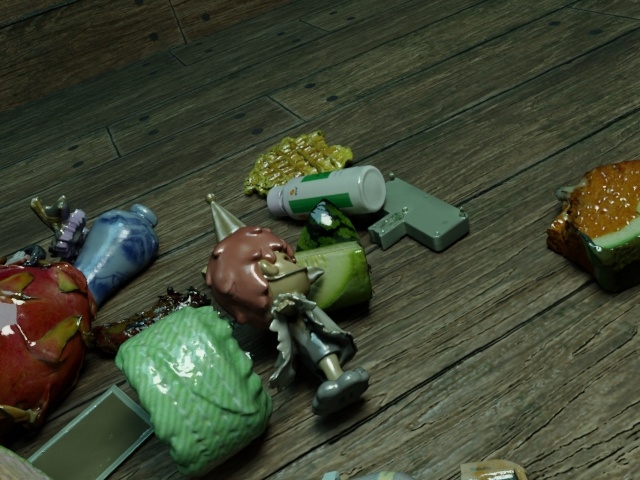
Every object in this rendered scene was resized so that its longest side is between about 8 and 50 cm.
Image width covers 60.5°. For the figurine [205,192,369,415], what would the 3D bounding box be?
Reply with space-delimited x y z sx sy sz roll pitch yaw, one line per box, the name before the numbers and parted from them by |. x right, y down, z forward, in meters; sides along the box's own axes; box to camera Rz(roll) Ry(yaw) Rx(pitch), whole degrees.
figurine | -0.068 0.079 0.830 0.166 0.207 0.387 -29 61 -14

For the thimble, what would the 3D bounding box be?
thimble | -0.170 0.199 0.753 0.150 0.219 0.219 -31 39 -21

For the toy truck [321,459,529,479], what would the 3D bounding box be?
toy truck | 0.109 0.306 0.591 0.257 0.108 0.140 -13 23 10

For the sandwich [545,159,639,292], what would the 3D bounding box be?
sandwich | 0.479 -0.032 0.885 0.212 0.109 0.292 4 39 36

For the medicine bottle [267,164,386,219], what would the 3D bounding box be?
medicine bottle | 0.004 -0.091 1.116 0.260 0.095 0.095 -4 36 39

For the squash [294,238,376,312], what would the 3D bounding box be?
squash | -0.060 0.081 0.929 0.289 0.111 0.203 -11 5 1

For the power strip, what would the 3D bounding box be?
power strip | 0.160 -0.044 1.054 0.145 0.061 0.216 -35 39 -17

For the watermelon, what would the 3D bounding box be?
watermelon | 0.000 0.000 1.063 0.135 0.125 0.094 -37 7 3

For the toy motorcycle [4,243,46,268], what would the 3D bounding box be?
toy motorcycle | -0.641 0.127 1.046 0.298 0.089 0.171 -42 35 -14

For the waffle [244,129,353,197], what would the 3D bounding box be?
waffle | -0.048 -0.185 1.323 0.291 0.051 0.291 -11 36 8

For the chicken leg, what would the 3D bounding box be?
chicken leg | -0.309 0.148 0.986 0.234 0.063 0.105 -28 31 -12

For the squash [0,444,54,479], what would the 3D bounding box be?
squash | -0.451 0.393 0.575 0.310 0.310 0.309 20 65 39

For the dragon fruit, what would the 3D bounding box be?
dragon fruit | -0.507 0.173 0.897 0.250 0.250 0.315 24 76 41

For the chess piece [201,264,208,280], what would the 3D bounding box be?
chess piece | -0.177 0.037 1.077 0.066 0.066 0.122 21 54 39

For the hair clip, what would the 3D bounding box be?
hair clip | -0.523 -0.005 1.130 0.085 0.292 0.106 16 64 -5

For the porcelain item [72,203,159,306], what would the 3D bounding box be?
porcelain item | -0.433 0.036 1.127 0.141 0.141 0.259 9 53 30

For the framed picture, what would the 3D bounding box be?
framed picture | -0.350 0.315 0.830 0.142 0.011 0.183 20 50 39
